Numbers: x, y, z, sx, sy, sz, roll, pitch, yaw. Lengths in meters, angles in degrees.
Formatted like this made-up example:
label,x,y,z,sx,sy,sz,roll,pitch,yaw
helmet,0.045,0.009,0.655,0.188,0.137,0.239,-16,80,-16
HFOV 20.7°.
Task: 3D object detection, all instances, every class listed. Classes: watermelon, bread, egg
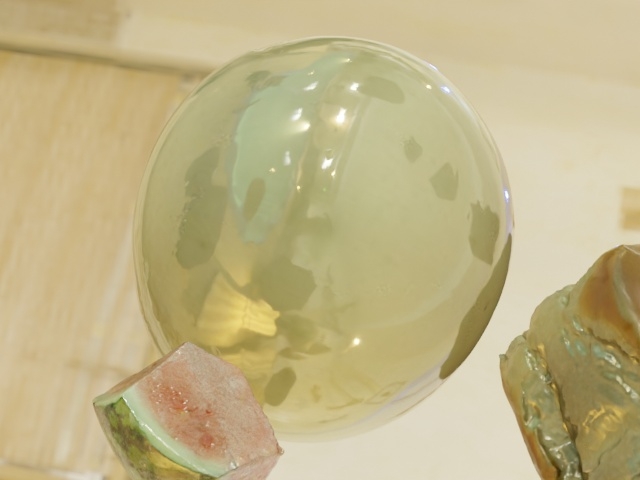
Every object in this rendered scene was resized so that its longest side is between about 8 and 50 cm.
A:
label,x,y,z,sx,sy,sz,roll,pitch,yaw
watermelon,-0.061,0.096,0.834,0.084,0.072,0.092,61,-17,15
bread,0.274,0.144,1.242,0.279,0.225,0.250,15,46,-46
egg,0.000,0.000,1.007,0.269,0.219,0.219,-57,-172,48
